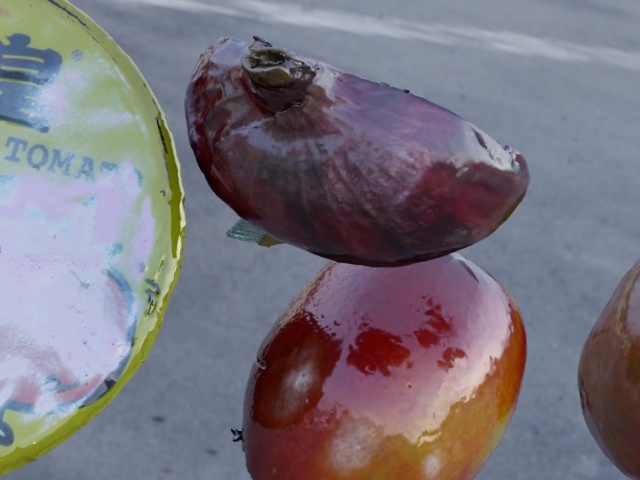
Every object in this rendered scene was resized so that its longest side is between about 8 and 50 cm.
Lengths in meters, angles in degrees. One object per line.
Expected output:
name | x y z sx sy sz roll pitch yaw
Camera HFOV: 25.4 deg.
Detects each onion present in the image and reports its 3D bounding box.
onion | 0.002 -0.043 0.780 0.206 0.098 0.151 24 1 33

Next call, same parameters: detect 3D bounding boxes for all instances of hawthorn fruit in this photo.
hawthorn fruit | 0.301 0.126 1.154 0.210 0.262 0.211 14 45 -14

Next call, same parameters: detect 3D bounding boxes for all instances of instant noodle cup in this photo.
instant noodle cup | -0.239 -0.001 0.979 0.325 0.326 0.254 14 -5 3

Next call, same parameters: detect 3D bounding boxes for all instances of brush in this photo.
brush | 0.000 0.000 1.622 0.205 0.083 0.011 15 59 -21

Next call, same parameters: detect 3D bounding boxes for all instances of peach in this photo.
peach | 0.041 0.111 1.008 0.196 0.226 0.190 15 -23 50
